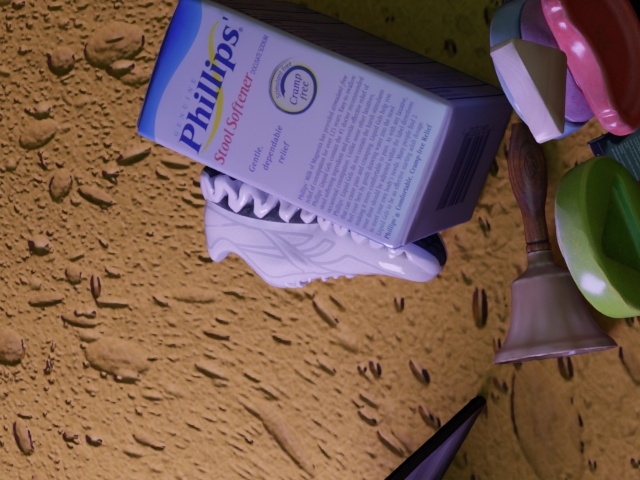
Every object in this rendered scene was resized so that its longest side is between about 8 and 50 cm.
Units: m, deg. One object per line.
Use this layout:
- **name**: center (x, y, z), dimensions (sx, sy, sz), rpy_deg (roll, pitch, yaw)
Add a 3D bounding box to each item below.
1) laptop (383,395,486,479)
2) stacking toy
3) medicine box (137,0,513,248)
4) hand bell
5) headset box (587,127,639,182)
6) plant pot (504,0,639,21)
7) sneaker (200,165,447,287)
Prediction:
- **laptop**: center (0.109, 0.416, 1.439), dimensions (0.236, 0.382, 0.408), rpy_deg (31, 106, 13)
- **stacking toy**: center (0.207, -0.064, 1.258), dimensions (0.130, 0.279, 0.309), rpy_deg (-21, 95, 36)
- **medicine box**: center (0.014, -0.126, 1.464), dimensions (0.289, 0.263, 0.149), rpy_deg (24, 104, 16)
- **hand bell**: center (0.222, -0.002, 1.504), dimensions (0.126, 0.126, 0.242), rpy_deg (-10, 82, 21)
- **headset box**: center (0.439, -0.050, 1.388), dimensions (0.283, 0.131, 0.246), rpy_deg (-28, 87, 21)
- **plant pot**: center (0.315, -0.268, 1.371), dimensions (0.187, 0.167, 0.188), rpy_deg (38, 127, 12)
- **sneaker**: center (0.000, 0.000, 1.580), dimensions (0.292, 0.110, 0.118), rpy_deg (18, 111, 26)
